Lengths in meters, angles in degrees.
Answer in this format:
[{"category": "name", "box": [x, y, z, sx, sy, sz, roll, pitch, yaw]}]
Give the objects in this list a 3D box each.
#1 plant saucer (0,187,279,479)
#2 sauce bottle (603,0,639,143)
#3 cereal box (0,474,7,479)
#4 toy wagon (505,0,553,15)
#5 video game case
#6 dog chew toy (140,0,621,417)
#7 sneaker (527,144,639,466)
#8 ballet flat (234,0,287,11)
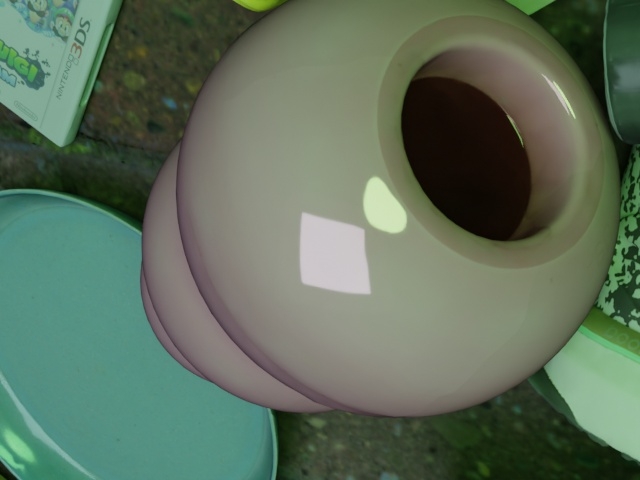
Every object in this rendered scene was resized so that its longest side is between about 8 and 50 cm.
[{"category": "plant saucer", "box": [-0.160, 0.098, 0.884, 0.318, 0.044, 0.317, 16, 125, 24]}, {"category": "sauce bottle", "box": [0.282, -0.083, 0.434, 0.344, 0.111, 0.111, 0, 117, 25]}, {"category": "cereal box", "box": [-0.355, 0.282, 1.112, 0.173, 0.047, 0.240, 35, 130, 10]}, {"category": "toy wagon", "box": [0.080, -0.271, 0.497, 0.267, 0.068, 0.344, 22, 126, 19]}, {"category": "video game case", "box": [-0.207, -0.158, 0.775, 0.157, 0.019, 0.143, 37, 130, 9]}, {"category": "dog chew toy", "box": [0.000, 0.000, 0.620, 0.206, 0.206, 0.332, 52, 150, -5]}, {"category": "sneaker", "box": [0.281, 0.037, 0.495, 0.410, 0.158, 0.182, 14, 107, 34]}, {"category": "ballet flat", "box": [-0.095, -0.212, 0.644, 0.231, 0.077, 0.077, 45, 157, 0]}]
